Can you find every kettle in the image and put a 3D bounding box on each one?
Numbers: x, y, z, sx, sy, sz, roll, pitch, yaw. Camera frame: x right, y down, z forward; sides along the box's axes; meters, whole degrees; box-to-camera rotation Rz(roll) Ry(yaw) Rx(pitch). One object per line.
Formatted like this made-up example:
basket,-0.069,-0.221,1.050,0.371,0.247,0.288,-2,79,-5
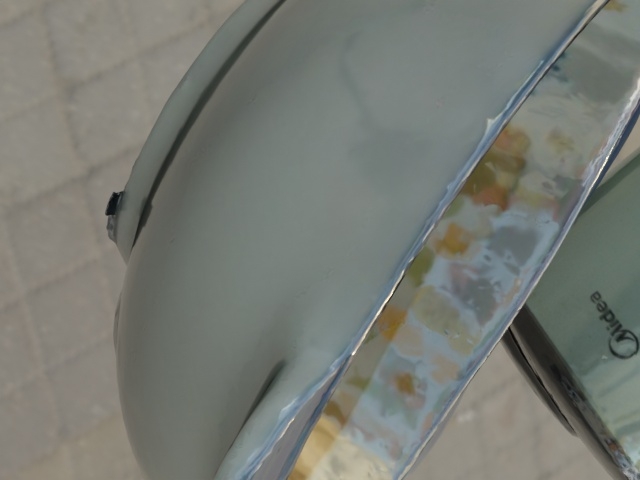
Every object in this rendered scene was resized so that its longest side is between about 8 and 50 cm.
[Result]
kettle,0.189,-0.008,0.918,0.236,0.221,0.161,-37,162,6

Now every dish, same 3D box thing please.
dish,0.000,0.000,0.503,0.228,0.086,0.236,-59,166,8
